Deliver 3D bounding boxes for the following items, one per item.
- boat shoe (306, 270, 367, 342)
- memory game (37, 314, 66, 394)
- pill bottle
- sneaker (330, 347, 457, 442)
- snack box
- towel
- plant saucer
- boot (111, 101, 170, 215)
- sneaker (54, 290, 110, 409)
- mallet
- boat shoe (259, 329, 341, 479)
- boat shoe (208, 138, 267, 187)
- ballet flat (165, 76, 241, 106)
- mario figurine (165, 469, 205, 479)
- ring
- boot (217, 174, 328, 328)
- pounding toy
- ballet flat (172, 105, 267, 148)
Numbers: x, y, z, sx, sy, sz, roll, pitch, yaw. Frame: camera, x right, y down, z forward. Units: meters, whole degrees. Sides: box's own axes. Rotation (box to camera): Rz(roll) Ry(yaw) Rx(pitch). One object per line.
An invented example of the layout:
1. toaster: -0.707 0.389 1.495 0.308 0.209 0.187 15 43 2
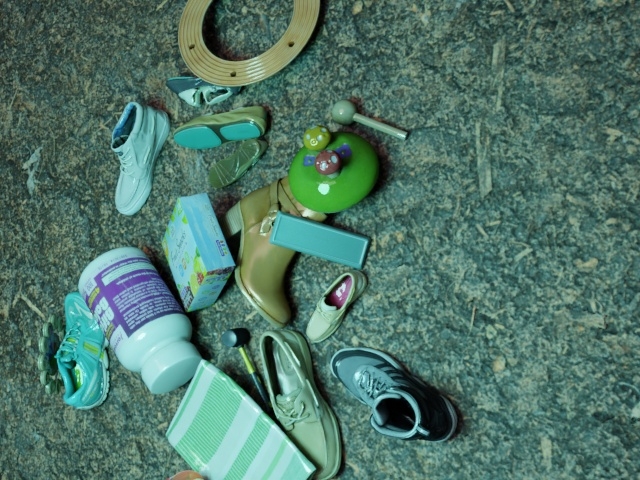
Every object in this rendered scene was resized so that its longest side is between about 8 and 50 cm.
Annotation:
1. boat shoe: 0.021 0.126 1.529 0.063 0.059 0.170 40 101 27
2. memory game: -0.603 0.260 1.783 0.012 0.186 0.186 -2 81 1
3. pill bottle: -0.379 0.172 1.673 0.169 0.169 0.301 -46 64 15
4. sneaker: 0.110 0.271 1.406 0.269 0.153 0.101 29 96 28
5. snack box: -0.258 0.028 1.627 0.174 0.070 0.207 67 150 19
6. towel: -0.171 0.421 1.561 0.325 0.038 0.248 42 120 26
7. plant saucer: 0.000 0.000 1.527 0.192 0.018 0.067 16 91 -5
8. boot: -0.438 -0.189 1.785 0.095 0.123 0.258 19 92 29
9. sneaker: -0.546 0.245 1.785 0.107 0.110 0.275 -18 74 25
10. mallet: -0.145 0.263 1.595 0.039 0.062 0.189 -32 69 19
11. boat shoe: -0.048 0.317 1.514 0.109 0.098 0.302 -25 72 23
12. boat shoe: -0.178 -0.165 1.695 0.153 0.048 0.056 -40 78 24
13. ballet flat: -0.262 -0.336 1.747 0.203 0.074 0.074 -2 81 25
14. mario figurine: -0.218 0.532 1.473 0.170 0.198 0.320 -41 36 -12
15. ring: -0.155 -0.479 1.701 0.337 0.032 0.336 -7 70 19
16. boot: -0.070 0.013 1.584 0.220 0.109 0.283 -32 65 13
17. pounding toy: 0.029 -0.176 1.502 0.183 0.110 0.237 29 74 30
18. ballet flat: -0.215 -0.250 1.717 0.232 0.080 0.073 -2 53 25
